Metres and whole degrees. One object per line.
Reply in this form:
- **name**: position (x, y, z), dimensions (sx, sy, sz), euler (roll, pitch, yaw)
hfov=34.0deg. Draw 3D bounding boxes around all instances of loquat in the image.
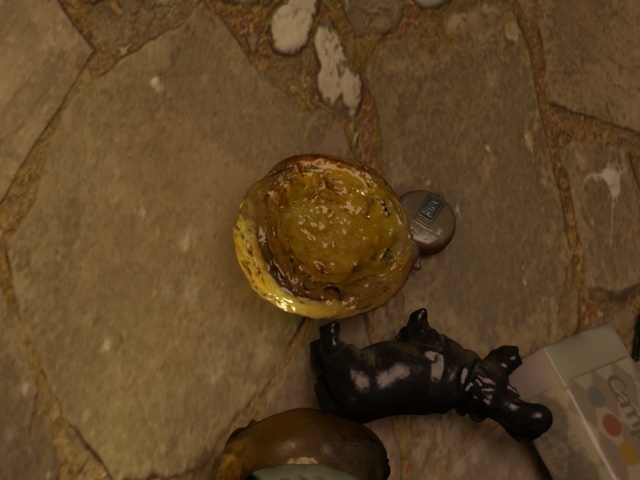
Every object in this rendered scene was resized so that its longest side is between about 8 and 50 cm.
- **loquat**: position (-0.019, 0.301, 1.332), dimensions (0.227, 0.179, 0.179), euler (6, 62, -29)

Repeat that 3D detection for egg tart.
- **egg tart**: position (0.000, 0.000, 1.525), dimensions (0.291, 0.107, 0.291), euler (8, 57, -13)

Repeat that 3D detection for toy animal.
- **toy animal**: position (0.157, 0.186, 1.472), dimensions (0.343, 0.106, 0.168), euler (6, 62, -7)

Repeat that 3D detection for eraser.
- **eraser**: position (0.440, 0.327, 1.523), dimensions (0.213, 0.082, 0.397), euler (-12, 68, -38)

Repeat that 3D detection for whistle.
- **whistle**: position (0.138, 0.000, 1.611), dimensions (0.107, 0.057, 0.220), euler (33, 61, 4)

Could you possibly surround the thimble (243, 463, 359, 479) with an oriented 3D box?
- **thimble**: position (-0.023, 0.382, 1.184), dimensions (0.237, 0.237, 0.150), euler (17, 23, -11)

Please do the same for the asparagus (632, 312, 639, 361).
- **asparagus**: position (0.527, 0.127, 1.709), dimensions (0.016, 0.016, 0.163), euler (12, 57, 17)
